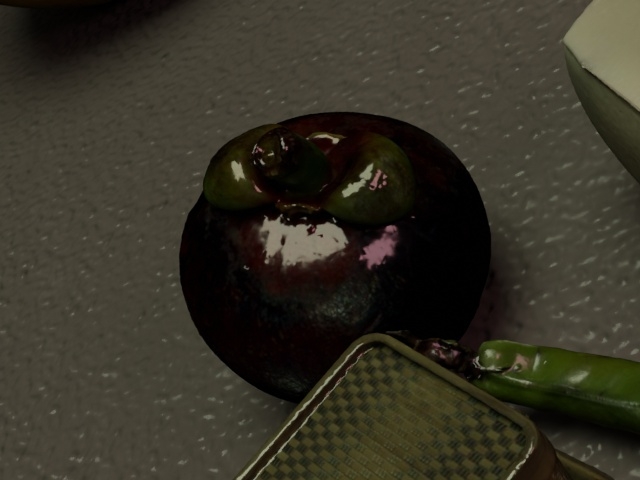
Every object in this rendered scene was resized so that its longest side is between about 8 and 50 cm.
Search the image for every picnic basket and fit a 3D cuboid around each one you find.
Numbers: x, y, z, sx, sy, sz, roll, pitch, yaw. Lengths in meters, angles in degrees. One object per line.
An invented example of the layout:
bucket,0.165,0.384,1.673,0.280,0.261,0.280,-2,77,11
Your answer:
picnic basket,0.033,0.200,0.795,0.267,0.139,0.165,-49,40,-12

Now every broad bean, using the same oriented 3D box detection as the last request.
broad bean,0.199,0.091,0.803,0.318,0.098,0.056,6,87,25

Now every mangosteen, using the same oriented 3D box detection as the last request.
mangosteen,-0.001,0.004,0.951,0.216,0.216,0.216,-21,43,21

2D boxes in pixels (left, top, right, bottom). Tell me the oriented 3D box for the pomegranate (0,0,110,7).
pomegranate,-0.294,-0.440,1.439,0.416,0.417,0.417,-21,43,21

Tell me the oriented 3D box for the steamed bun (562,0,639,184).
steamed bun,0.270,-0.070,0.848,0.146,0.164,0.242,-41,41,0
